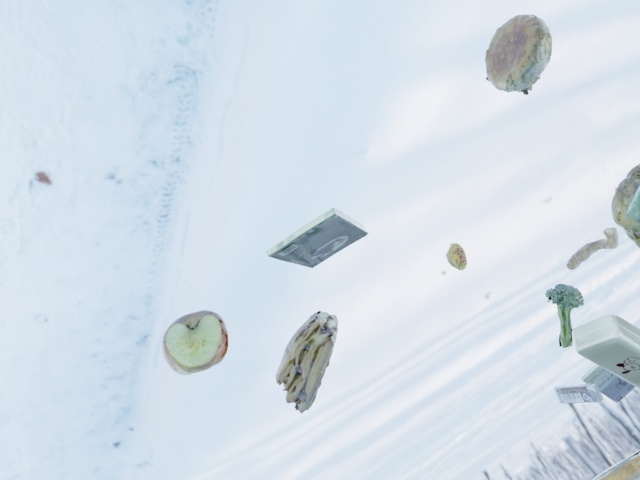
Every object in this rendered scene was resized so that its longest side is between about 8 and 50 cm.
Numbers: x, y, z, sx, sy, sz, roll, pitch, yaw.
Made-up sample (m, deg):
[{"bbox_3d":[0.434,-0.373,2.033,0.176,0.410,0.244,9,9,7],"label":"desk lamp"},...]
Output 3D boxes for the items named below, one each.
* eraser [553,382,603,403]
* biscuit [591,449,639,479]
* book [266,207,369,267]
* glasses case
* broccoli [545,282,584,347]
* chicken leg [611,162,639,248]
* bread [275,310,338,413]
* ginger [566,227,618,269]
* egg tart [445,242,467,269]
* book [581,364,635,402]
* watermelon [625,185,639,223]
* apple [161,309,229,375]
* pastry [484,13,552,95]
[{"bbox_3d":[0.388,0.231,0.837,0.019,0.027,0.099,-20,169,-23],"label":"eraser"},{"bbox_3d":[0.854,0.606,1.491,0.287,0.057,0.344,-3,138,-32],"label":"biscuit"},{"bbox_3d":[0.000,0.000,1.858,0.260,0.043,0.371,-32,162,13],"label":"book"},{"bbox_3d":[0.817,0.301,1.460,0.312,0.070,0.131,29,138,-20],"label":"glasses case"},{"bbox_3d":[0.780,0.239,1.758,0.118,0.204,0.122,-3,-175,13],"label":"broccoli"},{"bbox_3d":[0.830,-0.005,1.343,0.201,0.429,0.153,-15,-168,4],"label":"chicken leg"},{"bbox_3d":[-0.051,0.420,1.996,0.277,0.167,0.325,-50,159,-84],"label":"bread"},{"bbox_3d":[0.981,0.036,2.008,0.089,0.075,0.288,-35,167,-21],"label":"ginger"},{"bbox_3d":[0.590,0.071,2.419,0.130,0.130,0.052,-3,164,-44],"label":"egg tart"},{"bbox_3d":[0.890,0.415,1.678,0.181,0.014,0.127,32,107,-22],"label":"book"},{"bbox_3d":[0.686,-0.106,0.943,0.302,0.264,0.151,-51,166,-40],"label":"watermelon"},{"bbox_3d":[-0.364,0.298,1.622,0.195,0.173,0.160,-17,175,-14],"label":"apple"},{"bbox_3d":[0.646,-0.602,1.795,0.120,0.236,0.257,10,99,-26],"label":"pastry"}]
